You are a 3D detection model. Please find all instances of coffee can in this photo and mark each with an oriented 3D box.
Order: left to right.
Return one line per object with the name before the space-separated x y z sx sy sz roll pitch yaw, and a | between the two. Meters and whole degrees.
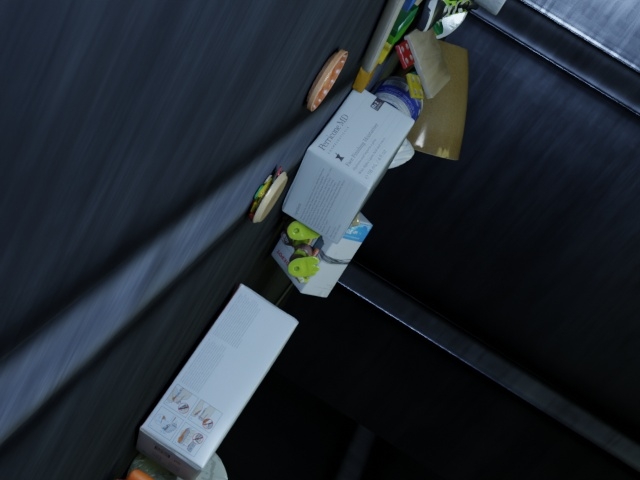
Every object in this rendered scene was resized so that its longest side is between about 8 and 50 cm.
coffee can | -0.312 0.540 1.795 0.201 0.202 0.275 -56 177 -32

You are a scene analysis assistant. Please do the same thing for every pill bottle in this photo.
pill bottle | 0.125 -0.240 1.717 0.186 0.112 0.112 -55 176 -46

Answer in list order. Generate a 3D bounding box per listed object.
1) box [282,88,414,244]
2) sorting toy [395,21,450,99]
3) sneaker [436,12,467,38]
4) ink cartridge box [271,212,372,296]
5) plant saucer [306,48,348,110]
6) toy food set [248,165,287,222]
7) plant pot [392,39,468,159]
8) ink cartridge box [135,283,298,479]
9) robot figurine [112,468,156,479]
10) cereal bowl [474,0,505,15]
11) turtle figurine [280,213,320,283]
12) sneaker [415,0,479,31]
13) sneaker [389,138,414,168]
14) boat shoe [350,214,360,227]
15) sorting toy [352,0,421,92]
box | 0.044 -0.125 1.445 0.181 0.119 0.182 -56 177 -35
sorting toy | 0.198 -0.356 1.720 0.046 0.132 0.274 -13 -160 31
sneaker | 0.285 -0.527 1.843 0.212 0.080 0.094 -59 -171 11
ink cartridge box | 0.000 0.000 1.784 0.082 0.139 0.190 14 116 -44
plant saucer | 0.006 -0.195 1.040 0.083 0.013 0.083 -57 178 -3
toy food set | -0.069 -0.061 1.147 0.083 0.020 0.082 -55 176 -44
plant pot | 0.254 -0.348 2.057 0.237 0.237 0.254 -47 154 -78
ink cartridge box | -0.196 0.272 1.571 0.309 0.130 0.272 -56 179 -26
robot figurine | -0.346 0.496 1.457 0.219 0.128 0.158 -58 -143 14
cereal bowl | 0.334 -0.563 1.461 0.338 0.141 0.339 -58 177 -4
turtle figurine | -0.028 -0.031 1.598 0.217 0.087 0.269 -83 -172 -74
sneaker | 0.272 -0.486 1.704 0.234 0.097 0.084 -56 177 -30
sneaker | 0.095 -0.189 1.880 0.232 0.115 0.090 -36 -154 -27
boat shoe | 0.058 -0.097 1.579 0.068 0.072 0.189 71 21 -55
sorting toy | 0.137 -0.355 1.303 0.229 0.041 0.307 -56 177 -26
